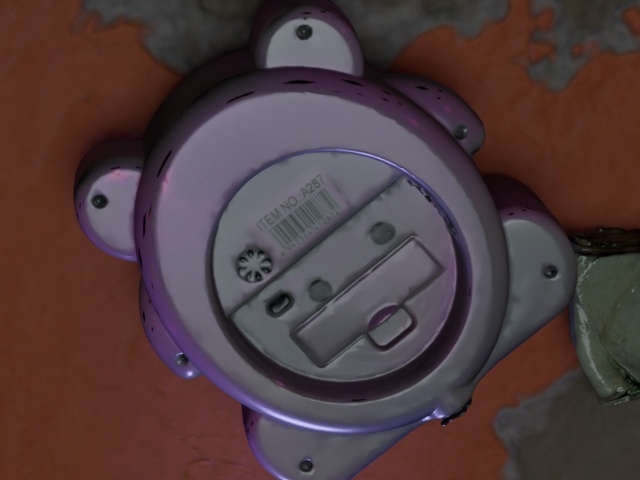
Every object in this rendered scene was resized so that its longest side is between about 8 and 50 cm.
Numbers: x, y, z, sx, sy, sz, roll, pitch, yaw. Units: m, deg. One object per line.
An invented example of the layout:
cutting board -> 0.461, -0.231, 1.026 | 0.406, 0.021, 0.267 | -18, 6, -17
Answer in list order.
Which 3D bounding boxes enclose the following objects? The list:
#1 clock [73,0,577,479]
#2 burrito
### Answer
clock -> 0.000, 0.000, 1.094 | 0.227, 0.090, 0.248 | -39, 111, 7
burrito -> 0.179, 0.049, 1.165 | 0.074, 0.044, 0.118 | -13, 115, -23
